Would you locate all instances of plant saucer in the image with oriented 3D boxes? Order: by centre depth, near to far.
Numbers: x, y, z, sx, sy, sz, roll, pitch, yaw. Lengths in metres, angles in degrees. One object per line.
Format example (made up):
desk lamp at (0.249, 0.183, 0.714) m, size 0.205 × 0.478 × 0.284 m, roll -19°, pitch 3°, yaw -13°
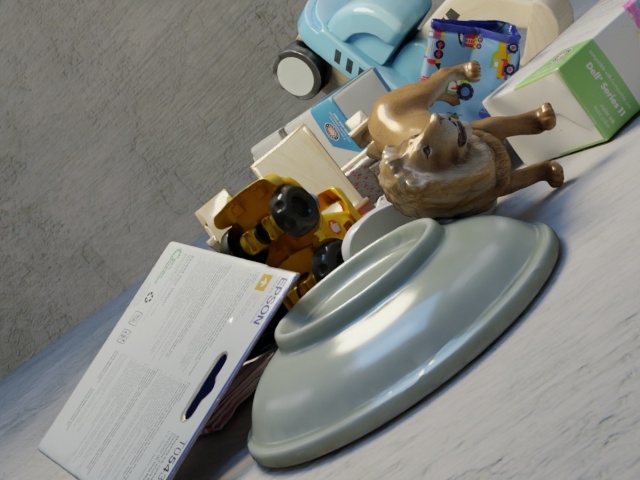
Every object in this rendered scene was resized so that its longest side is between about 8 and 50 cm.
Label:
plant saucer at (0.063, 0.076, 1.280) m, size 0.400 × 0.100 × 0.400 m, roll -35°, pitch 8°, yaw 6°

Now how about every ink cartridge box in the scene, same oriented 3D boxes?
ink cartridge box at (-0.174, 0.166, 1.445) m, size 0.330 × 0.071 × 0.324 m, roll 13°, pitch 67°, yaw 55°
ink cartridge box at (0.412, -0.263, 1.627) m, size 0.353 × 0.119 × 0.207 m, roll -41°, pitch 8°, yaw -19°
ink cartridge box at (0.042, -0.151, 2.193) m, size 0.129 × 0.223 × 0.307 m, roll -41°, pitch 9°, yaw -32°

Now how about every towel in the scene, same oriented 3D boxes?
towel at (-0.137, 0.218, 1.587) m, size 0.144 × 0.029 × 0.197 m, roll -42°, pitch 7°, yaw -33°

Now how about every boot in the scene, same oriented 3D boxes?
boot at (0.103, -0.020, 1.549) m, size 0.258 × 0.095 × 0.123 m, roll -24°, pitch 13°, yaw -34°

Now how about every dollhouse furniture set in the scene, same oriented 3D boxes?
dollhouse furniture set at (0.028, -0.013, 1.861) m, size 0.303 × 0.174 × 0.355 m, roll -38°, pitch -28°, yaw 4°

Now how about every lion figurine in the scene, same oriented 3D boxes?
lion figurine at (0.144, -0.124, 1.495) m, size 0.240 × 0.142 × 0.392 m, roll -13°, pitch 17°, yaw -13°

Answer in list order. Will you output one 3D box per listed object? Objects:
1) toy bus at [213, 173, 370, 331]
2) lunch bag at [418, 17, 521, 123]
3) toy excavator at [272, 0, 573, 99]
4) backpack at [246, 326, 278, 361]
toy bus at (0.000, 0.000, 1.589) m, size 0.149 × 0.220 × 0.211 m, roll -35°, pitch 0°, yaw 43°
lunch bag at (0.241, -0.222, 1.837) m, size 0.293 × 0.138 × 0.221 m, roll -33°, pitch -44°, yaw -69°
toy excavator at (0.183, -0.373, 2.207) m, size 0.222 × 0.433 × 0.445 m, roll -48°, pitch -6°, yaw -45°
backpack at (-0.099, 0.105, 1.666) m, size 0.173 × 0.117 × 0.158 m, roll -19°, pitch -8°, yaw -47°
